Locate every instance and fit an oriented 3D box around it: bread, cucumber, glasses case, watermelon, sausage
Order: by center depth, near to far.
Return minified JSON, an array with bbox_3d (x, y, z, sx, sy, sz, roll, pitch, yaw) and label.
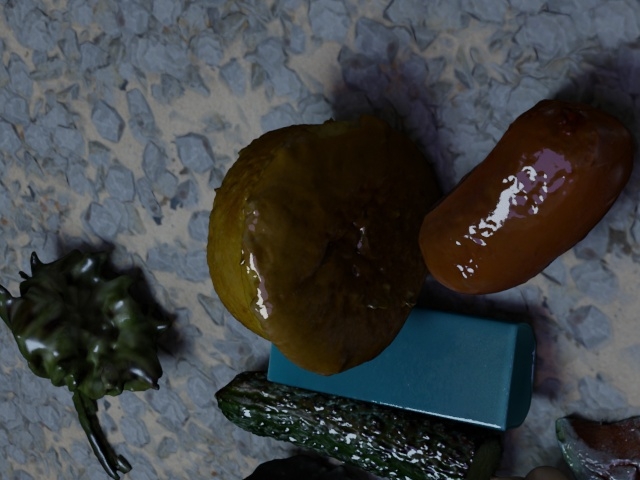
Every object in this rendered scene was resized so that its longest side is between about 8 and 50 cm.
[{"bbox_3d":[0.194,-0.035,1.289,0.133,0.133,0.258,47,129,4],"label":"sausage"},{"bbox_3d":[0.000,0.000,1.371,0.146,0.268,0.268,9,120,49],"label":"bread"},{"bbox_3d":[0.325,0.235,1.382,0.187,0.071,0.139,38,125,12],"label":"watermelon"},{"bbox_3d":[0.086,0.123,1.479,0.301,0.070,0.117,9,94,33],"label":"glasses case"},{"bbox_3d":[0.030,0.214,1.556,0.359,0.096,0.096,15,122,30],"label":"cucumber"}]

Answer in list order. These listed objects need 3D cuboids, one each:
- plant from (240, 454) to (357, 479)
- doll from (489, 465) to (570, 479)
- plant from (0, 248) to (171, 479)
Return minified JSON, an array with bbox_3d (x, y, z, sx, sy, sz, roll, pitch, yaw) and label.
[{"bbox_3d":[-0.034,0.390,1.636,0.204,0.178,0.234,19,118,24],"label":"plant"},{"bbox_3d":[0.185,0.344,1.447,0.119,0.154,0.278,46,147,17],"label":"doll"},{"bbox_3d":[-0.335,0.172,1.742,0.251,0.180,0.333,49,135,17],"label":"plant"}]
